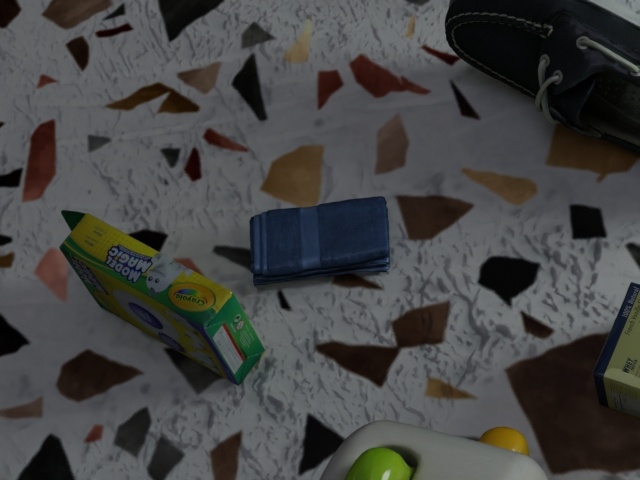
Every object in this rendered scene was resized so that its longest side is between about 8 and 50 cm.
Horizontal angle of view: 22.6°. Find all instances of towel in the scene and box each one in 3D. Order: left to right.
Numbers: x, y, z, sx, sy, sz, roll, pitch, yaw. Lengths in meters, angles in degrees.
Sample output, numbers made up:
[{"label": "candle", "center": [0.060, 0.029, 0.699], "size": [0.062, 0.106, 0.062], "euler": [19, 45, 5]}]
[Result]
[{"label": "towel", "center": [0.000, 0.000, 1.327], "size": [0.119, 0.029, 0.067], "euler": [-8, 58, 11]}]

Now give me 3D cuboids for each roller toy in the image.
[{"label": "roller toy", "center": [0.077, 0.226, 1.077], "size": [0.146, 0.209, 0.191], "euler": [11, 99, 21]}]

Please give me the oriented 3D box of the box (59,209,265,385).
[{"label": "box", "center": [-0.137, 0.042, 1.294], "size": [0.179, 0.105, 0.043], "euler": [29, 70, 28]}]

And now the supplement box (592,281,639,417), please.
[{"label": "supplement box", "center": [0.257, 0.089, 1.187], "size": [0.083, 0.056, 0.083], "euler": [17, 66, 23]}]

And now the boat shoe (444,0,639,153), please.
[{"label": "boat shoe", "center": [0.227, -0.131, 1.293], "size": [0.302, 0.114, 0.091], "euler": [18, 60, 25]}]
